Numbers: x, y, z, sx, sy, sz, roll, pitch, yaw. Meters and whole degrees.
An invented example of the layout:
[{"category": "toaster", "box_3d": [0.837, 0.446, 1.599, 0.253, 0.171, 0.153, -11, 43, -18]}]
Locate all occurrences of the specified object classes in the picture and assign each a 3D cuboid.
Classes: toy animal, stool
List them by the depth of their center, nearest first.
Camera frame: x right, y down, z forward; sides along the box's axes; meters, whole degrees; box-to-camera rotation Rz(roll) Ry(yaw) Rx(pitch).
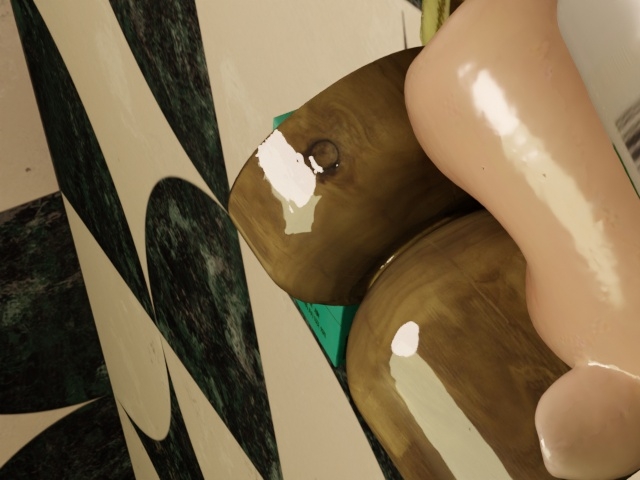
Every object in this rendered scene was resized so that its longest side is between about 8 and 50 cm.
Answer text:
[{"category": "toy animal", "box_3d": [0.152, -0.035, 0.788, 0.256, 0.195, 0.213, 54, -160, 13]}, {"category": "stool", "box_3d": [0.087, 0.039, 0.929, 0.264, 0.179, 0.179, 55, 159, 19]}]

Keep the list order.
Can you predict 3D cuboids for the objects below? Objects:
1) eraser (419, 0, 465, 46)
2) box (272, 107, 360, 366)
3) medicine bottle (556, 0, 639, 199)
[{"category": "eraser", "box_3d": [0.113, -0.152, 0.984, 0.117, 0.058, 0.172, 57, 159, 34]}, {"category": "box", "box_3d": [0.000, 0.000, 1.514, 0.161, 0.042, 0.226, 58, 160, 28]}, {"category": "medicine bottle", "box_3d": [0.200, -0.080, 0.560, 0.340, 0.208, 0.208, 66, 162, 10]}]
